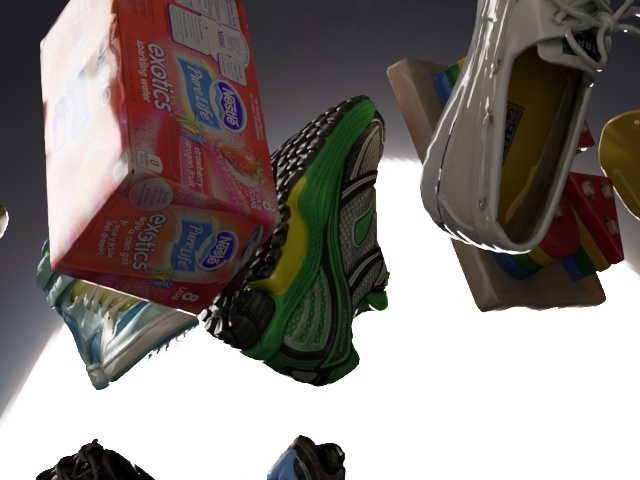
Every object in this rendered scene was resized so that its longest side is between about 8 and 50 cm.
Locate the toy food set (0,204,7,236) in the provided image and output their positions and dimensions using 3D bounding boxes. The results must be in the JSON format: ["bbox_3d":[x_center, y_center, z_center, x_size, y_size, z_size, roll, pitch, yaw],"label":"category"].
[{"bbox_3d":[-0.428,-0.009,2.236,0.083,0.020,0.082,-58,168,16],"label":"toy food set"}]

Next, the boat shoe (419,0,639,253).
[{"bbox_3d":[0.191,-0.162,1.408,0.156,0.135,0.367,29,-79,59],"label":"boat shoe"}]

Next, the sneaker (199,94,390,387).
[{"bbox_3d":[0.000,0.000,1.651,0.134,0.146,0.344,-31,-152,41],"label":"sneaker"}]

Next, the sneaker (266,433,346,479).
[{"bbox_3d":[0.010,0.254,1.838,0.067,0.188,0.078,25,-102,33],"label":"sneaker"}]

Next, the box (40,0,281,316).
[{"bbox_3d":[-0.149,-0.101,1.573,0.142,0.154,0.300,-48,-143,34],"label":"box"}]

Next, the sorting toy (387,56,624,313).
[{"bbox_3d":[0.205,-0.063,1.730,0.089,0.257,0.256,-27,-105,29],"label":"sorting toy"}]

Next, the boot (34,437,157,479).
[{"bbox_3d":[-0.226,0.194,1.207,0.229,0.263,0.091,-33,-141,26],"label":"boot"}]

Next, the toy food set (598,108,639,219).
[{"bbox_3d":[0.455,-0.090,2.309,0.128,0.218,0.071,-22,-160,33],"label":"toy food set"}]

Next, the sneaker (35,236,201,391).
[{"bbox_3d":[-0.267,0.068,2.184,0.127,0.208,0.319,-29,179,-25],"label":"sneaker"}]
